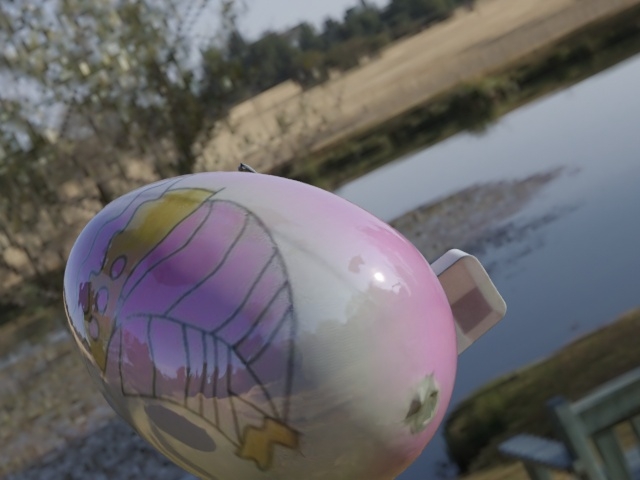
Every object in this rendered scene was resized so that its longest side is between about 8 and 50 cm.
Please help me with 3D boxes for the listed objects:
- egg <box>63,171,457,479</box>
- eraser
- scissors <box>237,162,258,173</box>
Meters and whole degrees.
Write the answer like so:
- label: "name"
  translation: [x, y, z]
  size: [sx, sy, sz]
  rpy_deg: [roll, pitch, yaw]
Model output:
- label: "egg"
  translation: [-0.044, 0.051, 0.914]
  size: [0.196, 0.271, 0.196]
  rpy_deg: [-44, -29, -32]
- label: "eraser"
  translation: [0.085, 0.060, 1.127]
  size: [0.105, 0.065, 0.026]
  rpy_deg: [-37, 23, -11]
- label: "scissors"
  translation: [0.000, 0.000, 1.417]
  size: [0.021, 0.212, 0.110]
  rpy_deg: [-36, -11, -44]
